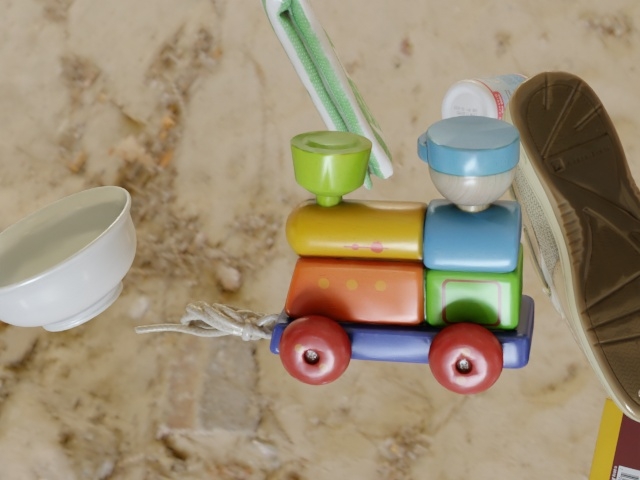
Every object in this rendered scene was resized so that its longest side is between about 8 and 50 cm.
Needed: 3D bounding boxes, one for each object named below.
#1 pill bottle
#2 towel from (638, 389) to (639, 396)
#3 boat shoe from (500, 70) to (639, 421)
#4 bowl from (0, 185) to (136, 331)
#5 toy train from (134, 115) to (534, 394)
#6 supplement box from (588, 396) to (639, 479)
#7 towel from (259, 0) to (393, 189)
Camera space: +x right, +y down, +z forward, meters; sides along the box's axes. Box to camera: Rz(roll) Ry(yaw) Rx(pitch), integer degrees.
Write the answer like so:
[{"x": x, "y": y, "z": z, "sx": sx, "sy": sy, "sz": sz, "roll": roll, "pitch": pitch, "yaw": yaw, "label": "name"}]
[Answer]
[{"x": 0.242, "y": -0.178, "z": 1.778, "sx": 0.087, "sy": 0.160, "sz": 0.087, "roll": 13, "pitch": 108, "yaw": 43, "label": "pill bottle"}, {"x": 0.400, "y": 0.101, "z": 0.844, "sx": 0.329, "sy": 0.237, "sz": 0.037, "roll": -31, "pitch": 28, "yaw": 48, "label": "towel"}, {"x": 0.227, "y": 0.010, "z": 1.112, "sx": 0.109, "sy": 0.098, "sz": 0.302, "roll": -18, "pitch": 78, "yaw": -14, "label": "boat shoe"}, {"x": -0.401, "y": 0.048, "z": 2.064, "sx": 0.297, "sy": 0.134, "sz": 0.298, "roll": -21, "pitch": 23, "yaw": 9, "label": "bowl"}, {"x": 0.000, "y": 0.000, "z": 0.778, "sx": 0.248, "sy": 0.105, "sz": 0.143, "roll": 3, "pitch": 112, "yaw": 12, "label": "toy train"}, {"x": 0.363, "y": 0.263, "z": 1.287, "sx": 0.194, "sy": 0.129, "sz": 0.191, "roll": 12, "pitch": 90, "yaw": 22, "label": "supplement box"}, {"x": -0.033, "y": -0.224, "z": 1.122, "sx": 0.038, "sy": 0.248, "sz": 0.325, "roll": -26, "pitch": 48, "yaw": 7, "label": "towel"}]
